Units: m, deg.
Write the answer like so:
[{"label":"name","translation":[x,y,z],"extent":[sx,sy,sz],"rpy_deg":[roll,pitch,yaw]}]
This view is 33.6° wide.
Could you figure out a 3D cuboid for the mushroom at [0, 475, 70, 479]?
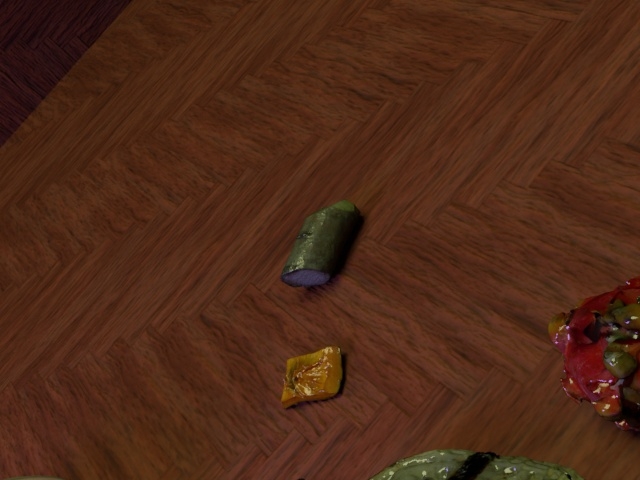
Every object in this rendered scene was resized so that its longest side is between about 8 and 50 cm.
[{"label":"mushroom","translation":[-0.394,0.409,1.244],"extent":[0.315,0.315,0.356],"rpy_deg":[-37,24,15]}]

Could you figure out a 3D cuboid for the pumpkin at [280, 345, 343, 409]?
[{"label":"pumpkin","translation":[-0.017,0.166,1.316],"extent":[0.101,0.035,0.073],"rpy_deg":[-24,36,34]}]

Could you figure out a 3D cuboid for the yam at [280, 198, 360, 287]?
[{"label":"yam","translation":[0.000,0.000,1.442],"extent":[0.070,0.070,0.146],"rpy_deg":[-5,52,46]}]

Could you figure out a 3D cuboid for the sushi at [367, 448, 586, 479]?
[{"label":"sushi","translation":[0.151,0.250,0.983],"extent":[0.109,0.134,0.273],"rpy_deg":[-43,11,-24]}]

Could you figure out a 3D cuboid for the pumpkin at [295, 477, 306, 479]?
[{"label":"pumpkin","translation":[0.007,0.341,0.929],"extent":[0.139,0.222,0.317],"rpy_deg":[-46,32,3]}]

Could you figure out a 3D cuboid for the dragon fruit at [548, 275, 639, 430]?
[{"label":"dragon fruit","translation":[0.281,0.102,0.957],"extent":[0.150,0.208,0.133],"rpy_deg":[37,100,15]}]
